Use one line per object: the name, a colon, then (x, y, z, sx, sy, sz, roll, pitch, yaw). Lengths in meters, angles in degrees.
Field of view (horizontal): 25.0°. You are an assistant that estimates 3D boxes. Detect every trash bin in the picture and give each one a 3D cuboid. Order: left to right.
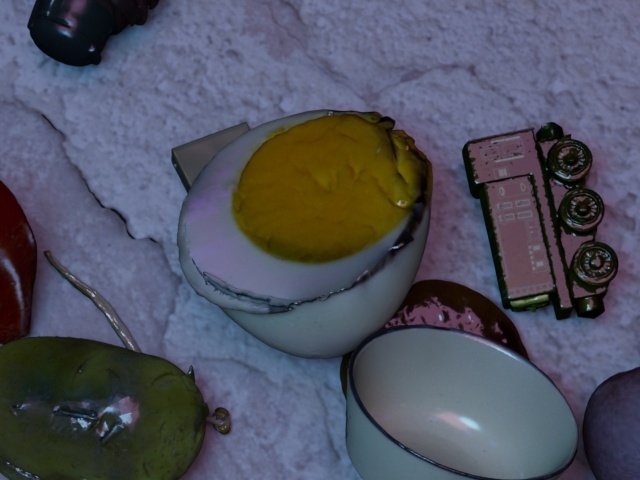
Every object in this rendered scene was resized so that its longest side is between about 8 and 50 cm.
trash bin: (-0.114, -0.089, 1.616, 0.092, 0.043, 0.061, -25, 76, -11)

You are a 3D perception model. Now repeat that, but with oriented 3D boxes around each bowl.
bowl: (0.125, 0.202, 1.437, 0.238, 0.126, 0.237, 14, 29, -8)

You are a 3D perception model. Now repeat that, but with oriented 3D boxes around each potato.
potato: (-0.243, 0.182, 1.476, 0.248, 0.143, 0.169, 14, 63, 1)

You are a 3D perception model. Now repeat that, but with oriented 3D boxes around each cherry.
cherry: (0.398, 0.210, 1.471, 0.239, 0.206, 0.239, 4, 64, -8)

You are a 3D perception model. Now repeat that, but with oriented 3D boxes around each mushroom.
mushroom: (-0.203, 0.111, 1.564, 0.286, 0.026, 0.028, 41, 60, 10)

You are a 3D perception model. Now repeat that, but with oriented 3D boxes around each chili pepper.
chili pepper: (-0.357, 0.005, 1.473, 0.136, 0.252, 0.144, -35, 70, -31)

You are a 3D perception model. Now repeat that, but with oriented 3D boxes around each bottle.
bottle: (-0.245, -0.328, 1.629, 0.156, 0.143, 0.271, 22, 75, 4)

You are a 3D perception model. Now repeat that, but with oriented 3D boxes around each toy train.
toy train: (0.243, -0.017, 1.594, 0.137, 0.090, 0.225, -11, 74, 1)

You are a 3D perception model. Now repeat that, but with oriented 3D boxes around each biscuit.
biscuit: (0.126, 0.144, 1.563, 0.212, 0.036, 0.212, 1, 74, -3)

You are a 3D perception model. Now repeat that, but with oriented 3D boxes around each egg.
egg: (-0.005, 0.001, 1.536, 0.264, 0.174, 0.286, -4, 52, 13)
